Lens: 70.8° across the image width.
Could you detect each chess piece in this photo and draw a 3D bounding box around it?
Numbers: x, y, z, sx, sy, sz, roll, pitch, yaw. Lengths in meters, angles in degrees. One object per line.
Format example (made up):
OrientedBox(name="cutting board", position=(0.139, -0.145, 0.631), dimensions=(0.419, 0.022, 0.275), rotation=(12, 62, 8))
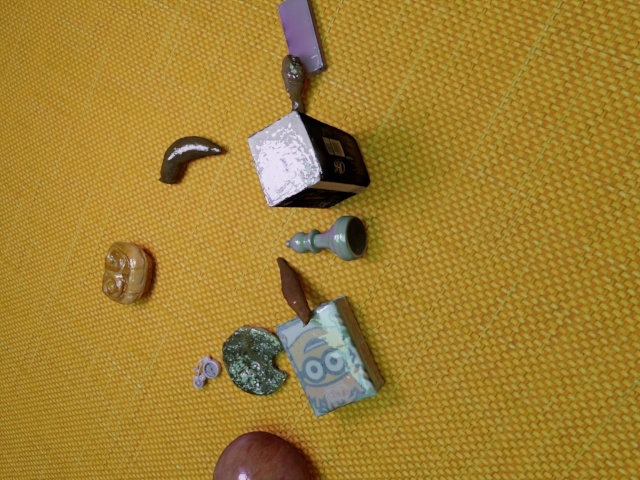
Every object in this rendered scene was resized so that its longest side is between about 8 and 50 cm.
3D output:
OrientedBox(name="chess piece", position=(0.000, 0.000, 1.418), dimensions=(0.271, 0.139, 0.139), rotation=(-5, 90, 36))

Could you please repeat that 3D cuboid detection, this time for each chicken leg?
OrientedBox(name="chicken leg", position=(-0.081, -0.483, 1.427), dimensions=(0.085, 0.069, 0.198), rotation=(13, 124, 31))

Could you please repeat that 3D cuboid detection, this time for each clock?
OrientedBox(name="clock", position=(-0.423, 0.483, 1.653), dimensions=(0.129, 0.041, 0.087), rotation=(-46, 78, 13))

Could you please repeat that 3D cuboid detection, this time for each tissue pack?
OrientedBox(name="tissue pack", position=(0.028, 0.359, 1.405), dimensions=(0.228, 0.128, 0.311), rotation=(-28, 82, 22))
OrientedBox(name="tissue pack", position=(-0.018, -0.212, 1.271), dimensions=(0.198, 0.370, 0.210), rotation=(-18, 84, 24))

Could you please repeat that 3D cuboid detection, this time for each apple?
OrientedBox(name="apple", position=(-0.197, 0.795, 1.441), dimensions=(0.344, 0.269, 0.345), rotation=(1, 94, 23))

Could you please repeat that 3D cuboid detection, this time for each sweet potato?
OrientedBox(name="sweet potato", position=(-0.088, 0.166, 1.421), dimensions=(0.072, 0.066, 0.314), rotation=(-49, 35, 20))
OrientedBox(name="sweet potato", position=(-0.493, -0.302, 1.627), dimensions=(0.310, 0.098, 0.124), rotation=(-27, 102, 21))

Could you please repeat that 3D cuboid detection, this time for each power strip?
OrientedBox(name="power strip", position=(-0.059, -0.656, 1.452), dimensions=(0.109, 0.037, 0.279), rotation=(-15, 86, 25))

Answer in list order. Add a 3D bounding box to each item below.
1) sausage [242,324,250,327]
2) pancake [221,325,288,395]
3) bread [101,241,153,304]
OrientedBox(name="sausage", position=(-0.284, 0.346, 1.592), dimensions=(0.031, 0.031, 0.107), rotation=(40, 107, 17))
OrientedBox(name="pancake", position=(-0.229, 0.412, 1.552), dimensions=(0.253, 0.037, 0.254), rotation=(2, 97, 16))
OrientedBox(name="bread", position=(-0.745, 0.126, 1.739), dimensions=(0.198, 0.120, 0.236), rotation=(17, 99, 24))
